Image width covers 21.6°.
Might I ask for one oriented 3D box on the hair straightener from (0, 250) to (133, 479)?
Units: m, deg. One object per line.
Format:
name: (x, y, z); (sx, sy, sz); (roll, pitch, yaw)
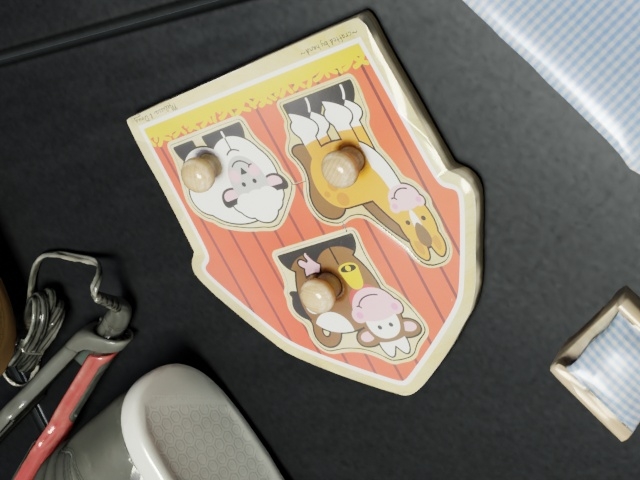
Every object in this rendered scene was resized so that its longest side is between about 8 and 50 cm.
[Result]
hair straightener: (-0.182, 0.082, 1.016); (0.089, 0.047, 0.230); (40, 132, 6)

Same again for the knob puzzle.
knob puzzle: (0.000, 0.000, 0.855); (0.213, 0.030, 0.213); (17, 126, 24)

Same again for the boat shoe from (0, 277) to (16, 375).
boat shoe: (-0.273, -0.037, 0.956); (0.089, 0.104, 0.285); (-11, 104, 40)

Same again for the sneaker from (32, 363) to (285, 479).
sneaker: (-0.064, 0.221, 0.994); (0.147, 0.104, 0.296); (-25, 96, 43)

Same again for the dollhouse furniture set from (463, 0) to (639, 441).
dollhouse furniture set: (0.139, -0.041, 0.557); (0.303, 0.198, 0.286); (47, 108, 2)
